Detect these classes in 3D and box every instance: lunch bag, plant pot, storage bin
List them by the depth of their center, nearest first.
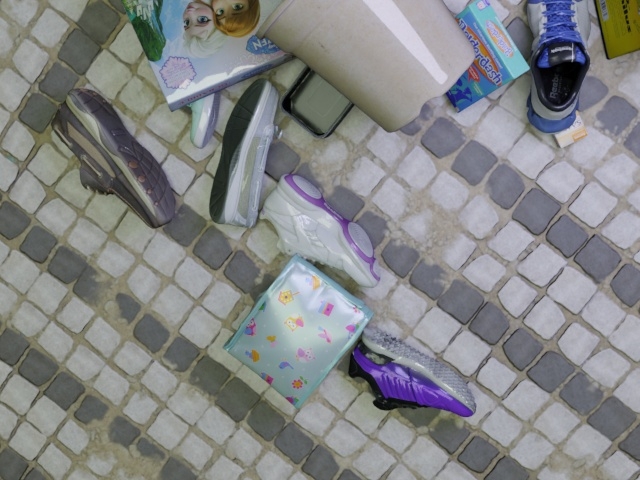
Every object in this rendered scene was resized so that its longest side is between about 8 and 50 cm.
[{"bbox_3d":[0.104,-0.378,1.390,0.334,0.334,0.305,-42,101,11],"label":"plant pot"},{"bbox_3d":[0.014,-0.313,1.580,0.122,0.084,0.180,39,100,0],"label":"storage bin"},{"bbox_3d":[-0.042,0.183,1.624,0.223,0.160,0.262,38,107,1],"label":"lunch bag"}]

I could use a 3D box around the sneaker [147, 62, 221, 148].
[{"bbox_3d":[-0.291,-0.325,1.609,0.151,0.094,0.256,6,89,0],"label":"sneaker"}]

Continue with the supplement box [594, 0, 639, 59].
[{"bbox_3d":[0.626,-0.454,1.344,0.194,0.356,0.195,-14,96,9],"label":"supplement box"}]

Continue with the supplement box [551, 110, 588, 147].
[{"bbox_3d":[0.497,-0.246,1.553,0.062,0.036,0.098,-27,94,9],"label":"supplement box"}]

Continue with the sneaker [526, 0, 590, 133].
[{"bbox_3d":[0.463,-0.374,1.448,0.127,0.182,0.315,2,87,10],"label":"sneaker"}]

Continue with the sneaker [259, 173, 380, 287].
[{"bbox_3d":[0.000,0.000,1.630,0.305,0.114,0.152,45,115,3],"label":"sneaker"}]

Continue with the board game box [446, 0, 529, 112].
[{"bbox_3d":[0.293,-0.356,1.479,0.047,0.210,0.160,-34,93,-21],"label":"board game box"}]

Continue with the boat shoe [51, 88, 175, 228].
[{"bbox_3d":[-0.452,-0.163,1.651,0.130,0.132,0.355,-38,84,20],"label":"boat shoe"}]

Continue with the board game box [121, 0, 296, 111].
[{"bbox_3d":[-0.225,-0.470,1.538,0.319,0.066,0.318,-25,88,-6],"label":"board game box"}]

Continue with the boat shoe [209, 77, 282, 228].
[{"bbox_3d":[-0.147,-0.183,1.615,0.103,0.118,0.320,11,99,-32],"label":"boat shoe"}]

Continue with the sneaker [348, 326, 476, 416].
[{"bbox_3d":[0.190,0.319,1.651,0.293,0.102,0.146,31,105,7],"label":"sneaker"}]
